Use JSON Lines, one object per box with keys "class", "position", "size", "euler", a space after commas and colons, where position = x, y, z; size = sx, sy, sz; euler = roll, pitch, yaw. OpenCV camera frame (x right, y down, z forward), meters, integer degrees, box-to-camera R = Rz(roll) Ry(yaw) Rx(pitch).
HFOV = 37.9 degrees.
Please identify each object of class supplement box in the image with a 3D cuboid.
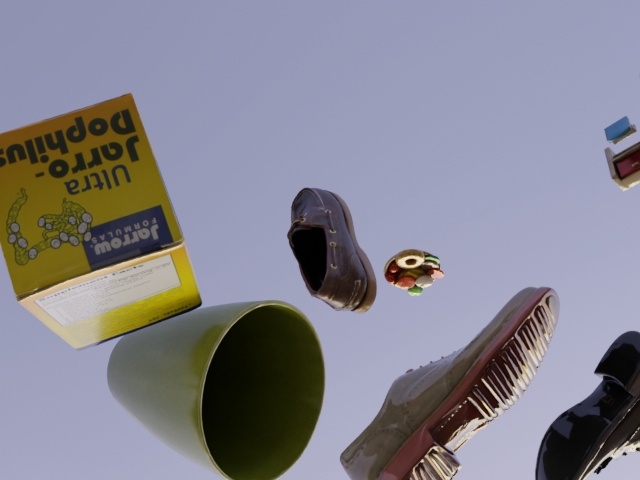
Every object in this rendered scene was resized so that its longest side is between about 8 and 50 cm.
{"class": "supplement box", "position": [-0.280, -0.006, 1.189], "size": [0.194, 0.356, 0.195], "euler": [-20, -103, -9]}

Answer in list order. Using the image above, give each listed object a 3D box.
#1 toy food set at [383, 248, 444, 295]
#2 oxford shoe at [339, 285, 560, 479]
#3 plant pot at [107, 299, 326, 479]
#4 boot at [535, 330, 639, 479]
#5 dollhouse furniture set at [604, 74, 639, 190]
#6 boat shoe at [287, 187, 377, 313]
{"class": "toy food set", "position": [0.130, 0.043, 1.303], "size": [0.082, 0.020, 0.083], "euler": [22, -49, -24]}
{"class": "oxford shoe", "position": [0.157, 0.175, 1.151], "size": [0.348, 0.130, 0.123], "euler": [-45, -45, -13]}
{"class": "plant pot", "position": [-0.189, 0.218, 1.463], "size": [0.274, 0.293, 0.275], "euler": [-5, -83, -50]}
{"class": "boot", "position": [0.416, 0.254, 1.156], "size": [0.229, 0.091, 0.263], "euler": [30, -81, -20]}
{"class": "dollhouse furniture set", "position": [0.507, -0.161, 1.420], "size": [0.183, 0.129, 0.129], "euler": [-33, -56, 32]}
{"class": "boat shoe", "position": [0.000, 0.000, 1.060], "size": [0.073, 0.207, 0.073], "euler": [15, -63, -29]}
